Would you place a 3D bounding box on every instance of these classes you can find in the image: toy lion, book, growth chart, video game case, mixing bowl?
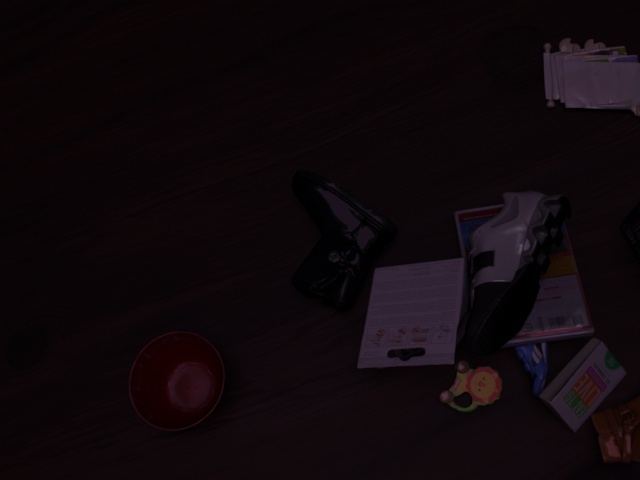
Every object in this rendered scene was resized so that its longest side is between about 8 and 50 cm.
[{"bbox_3d":[0.279,0.271,1.412,0.096,0.034,0.100,29,78,9],"label":"toy lion"},{"bbox_3d":[0.465,0.255,1.364,0.144,0.035,0.096,-46,113,-7],"label":"book"},{"bbox_3d":[0.568,-0.331,1.571,0.237,0.021,0.172,8,73,11],"label":"growth chart"},{"bbox_3d":[0.373,0.057,1.444,0.204,0.025,0.285,-8,61,6],"label":"video game case"},{"bbox_3d":[-0.257,0.268,1.455,0.181,0.098,0.182,-2,72,7],"label":"mixing bowl"}]

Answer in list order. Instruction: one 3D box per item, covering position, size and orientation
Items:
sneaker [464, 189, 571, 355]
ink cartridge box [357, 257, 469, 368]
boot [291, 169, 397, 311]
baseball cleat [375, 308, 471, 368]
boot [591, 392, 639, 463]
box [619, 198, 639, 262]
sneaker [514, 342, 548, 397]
[{"bbox_3d":[0.317,0.052,1.389,0.146,0.122,0.331,16,65,38],"label":"sneaker"},{"bbox_3d":[0.171,0.140,1.393,0.181,0.056,0.225,-7,50,25],"label":"ink cartridge box"},{"bbox_3d":[0.000,0.000,1.507,0.246,0.094,0.207,33,75,11],"label":"boot"},{"bbox_3d":[0.182,0.176,1.416,0.206,0.072,0.109,-38,26,-5],"label":"baseball cleat"},{"bbox_3d":[0.547,0.290,1.340,0.152,0.073,0.197,-17,42,24],"label":"boot"},{"bbox_3d":[0.693,-0.042,1.380,0.247,0.163,0.142,-24,71,0],"label":"box"},{"bbox_3d":[0.382,0.214,1.403,0.059,0.053,0.144,0,63,8],"label":"sneaker"}]
